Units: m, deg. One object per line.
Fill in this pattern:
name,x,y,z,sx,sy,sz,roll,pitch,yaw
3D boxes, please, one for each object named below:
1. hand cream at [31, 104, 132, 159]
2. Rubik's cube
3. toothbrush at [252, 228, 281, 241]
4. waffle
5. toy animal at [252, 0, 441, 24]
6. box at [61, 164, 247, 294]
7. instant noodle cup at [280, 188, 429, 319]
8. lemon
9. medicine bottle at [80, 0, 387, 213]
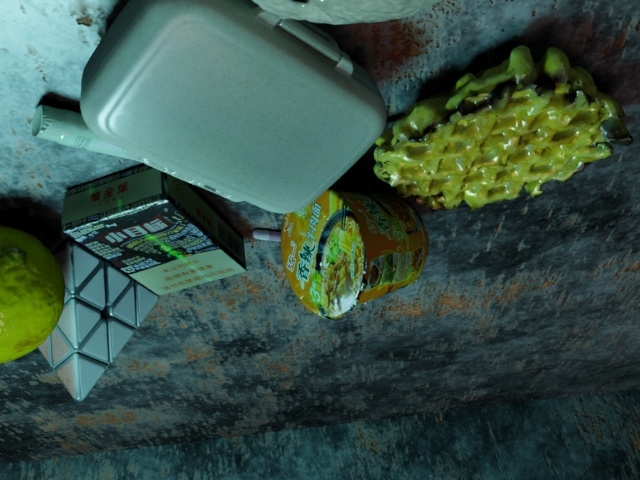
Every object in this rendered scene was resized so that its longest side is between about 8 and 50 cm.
hand cream,-0.318,-0.153,1.086,0.204,0.050,0.078,11,147,-37
Rubik's cube,-0.488,0.141,1.485,0.233,0.229,0.228,44,87,-14
toothbrush,0.000,0.000,1.470,0.286,0.020,0.025,5,156,-23
waffle,0.282,-0.156,1.183,0.379,0.095,0.382,-25,150,31
toy animal,0.068,-0.328,0.713,0.358,0.188,0.226,-17,156,16
box,-0.283,-0.012,1.313,0.198,0.084,0.310,-15,151,15
instant noodle cup,0.066,0.012,1.297,0.182,0.230,0.230,-8,157,-39
lemon,-0.574,0.095,1.272,0.267,0.267,0.267,-6,152,-3
medicine bottle,-0.105,-0.183,0.968,0.375,0.123,0.282,23,128,-38
